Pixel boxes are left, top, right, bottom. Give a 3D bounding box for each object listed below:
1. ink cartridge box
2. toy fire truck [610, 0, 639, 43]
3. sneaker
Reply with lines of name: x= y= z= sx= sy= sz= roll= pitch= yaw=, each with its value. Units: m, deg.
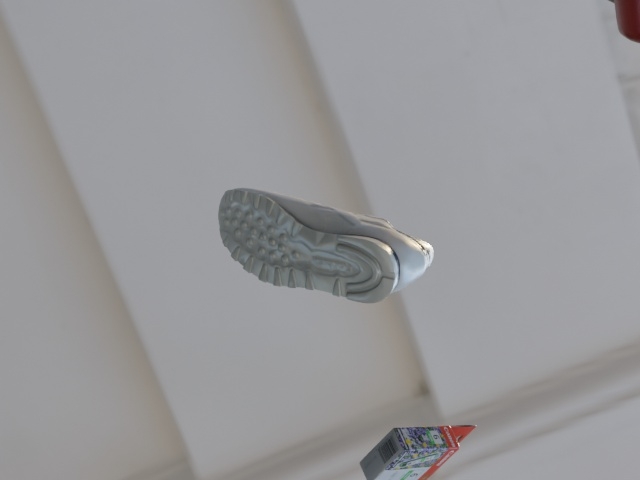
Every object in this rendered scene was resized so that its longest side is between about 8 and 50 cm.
ink cartridge box: x=0.101 y=0.210 z=1.690 sx=0.115 sy=0.063 sz=0.029 roll=3 pitch=-130 yaw=-40
toy fire truck: x=0.228 y=-0.228 z=1.331 sx=0.246 sy=0.159 sz=0.217 roll=-13 pitch=-159 yaw=-5
sneaker: x=0.000 y=0.000 z=1.755 sx=0.235 sy=0.090 sz=0.095 roll=22 pitch=-151 yaw=29
